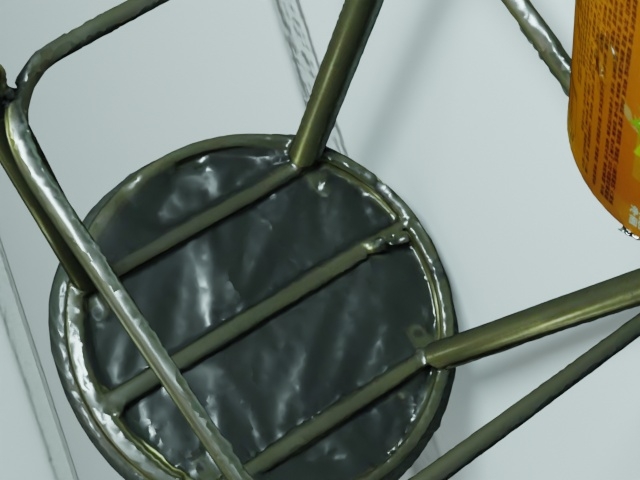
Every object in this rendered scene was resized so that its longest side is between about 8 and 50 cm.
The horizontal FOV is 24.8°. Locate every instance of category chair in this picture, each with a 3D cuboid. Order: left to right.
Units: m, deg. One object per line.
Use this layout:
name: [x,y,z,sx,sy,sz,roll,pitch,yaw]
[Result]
chair: [0.000,0.000,0.908,0.362,0.365,0.410,54,158,7]

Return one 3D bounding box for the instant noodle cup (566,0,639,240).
instant noodle cup: [0.208,-0.102,0.644,0.230,0.230,0.182,52,155,31]
